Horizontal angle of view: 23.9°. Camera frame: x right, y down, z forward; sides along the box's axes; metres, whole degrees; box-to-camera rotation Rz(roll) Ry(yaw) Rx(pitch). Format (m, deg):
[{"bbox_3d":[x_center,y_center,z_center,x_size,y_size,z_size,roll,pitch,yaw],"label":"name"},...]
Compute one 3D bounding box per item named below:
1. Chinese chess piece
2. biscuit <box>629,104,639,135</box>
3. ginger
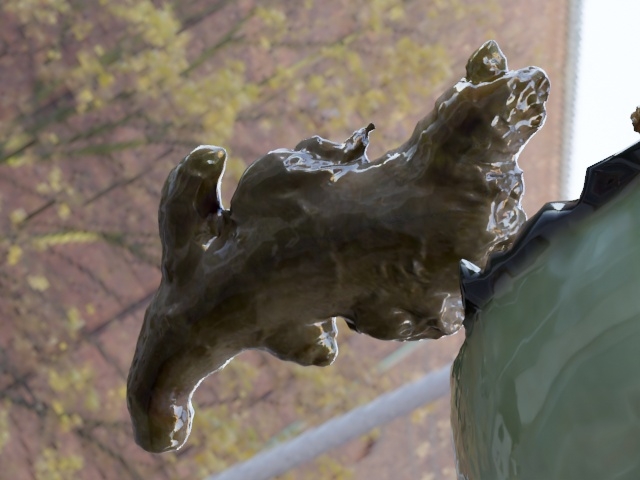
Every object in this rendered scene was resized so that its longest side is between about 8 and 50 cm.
[{"bbox_3d":[0.212,0.035,0.509,0.349,0.349,0.146,92,-24,-66],"label":"Chinese chess piece"},{"bbox_3d":[0.309,-0.063,0.959,0.206,0.025,0.126,27,-49,-17],"label":"biscuit"},{"bbox_3d":[0.002,-0.001,0.908,0.080,0.333,0.166,-14,80,-64],"label":"ginger"}]
